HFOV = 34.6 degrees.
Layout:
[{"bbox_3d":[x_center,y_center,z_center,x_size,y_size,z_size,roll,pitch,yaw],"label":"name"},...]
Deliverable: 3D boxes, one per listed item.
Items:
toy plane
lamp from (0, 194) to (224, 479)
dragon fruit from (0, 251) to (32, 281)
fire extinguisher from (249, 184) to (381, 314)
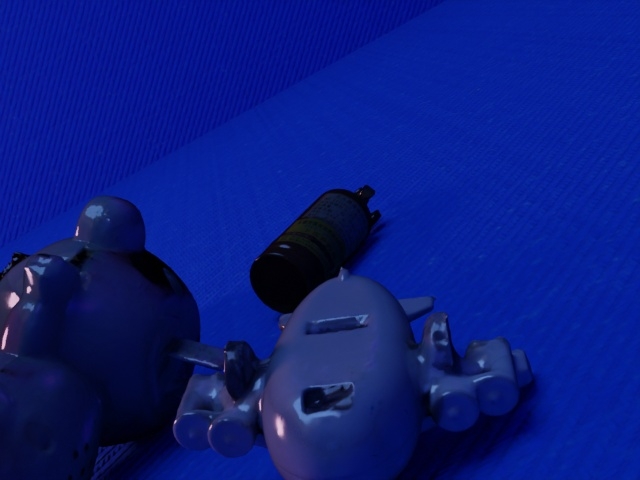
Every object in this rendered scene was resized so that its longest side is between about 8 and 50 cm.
[{"bbox_3d":[0.020,0.098,0.693,0.245,0.117,0.244,-9,21,3],"label":"toy plane"},{"bbox_3d":[-0.208,0.127,0.894,0.247,0.247,0.301,11,38,19],"label":"lamp"},{"bbox_3d":[-0.266,0.104,1.125,0.189,0.163,0.262,1,-13,16],"label":"dragon fruit"},{"bbox_3d":[-0.002,-0.007,1.162,0.106,0.075,0.252,-19,17,35],"label":"fire extinguisher"}]
